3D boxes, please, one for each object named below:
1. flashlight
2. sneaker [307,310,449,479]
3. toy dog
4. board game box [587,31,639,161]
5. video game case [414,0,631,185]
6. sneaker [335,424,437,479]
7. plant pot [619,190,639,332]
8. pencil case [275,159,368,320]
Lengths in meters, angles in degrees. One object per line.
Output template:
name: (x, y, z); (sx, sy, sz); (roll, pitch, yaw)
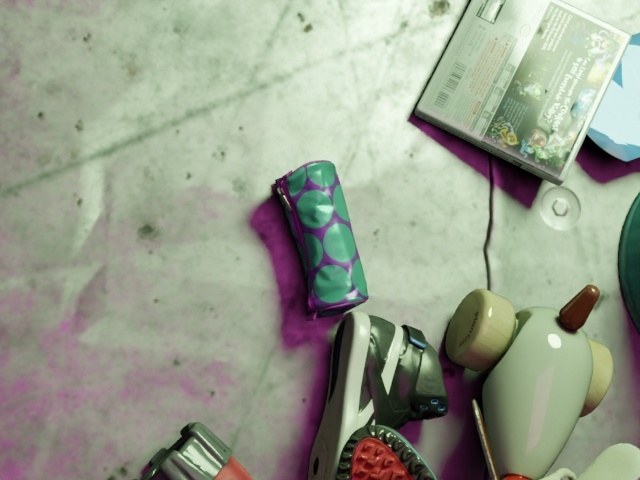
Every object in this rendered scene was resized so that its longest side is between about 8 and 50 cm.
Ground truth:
flashlight: (-0.042, 0.306, 1.257); (0.304, 0.103, 0.103); (46, 72, -3)
sneaker: (0.064, 0.185, 1.318); (0.121, 0.079, 0.216); (14, 80, -17)
toy dog: (0.220, 0.171, 1.269); (0.220, 0.161, 0.333); (5, 52, -26)
board game box: (0.349, -0.156, 1.471); (0.169, 0.033, 0.133); (-20, 75, -13)
video game case: (0.217, -0.177, 1.433); (0.173, 0.022, 0.190); (27, 75, 3)
sneaker: (0.083, 0.285, 1.278); (0.104, 0.125, 0.262); (-23, 103, 3)
plant pot: (0.486, 0.013, 1.366); (0.272, 0.255, 0.271); (2, 81, -15)
pencil case: (0.000, 0.000, 1.339); (0.070, 0.064, 0.151); (-13, 84, -32)
